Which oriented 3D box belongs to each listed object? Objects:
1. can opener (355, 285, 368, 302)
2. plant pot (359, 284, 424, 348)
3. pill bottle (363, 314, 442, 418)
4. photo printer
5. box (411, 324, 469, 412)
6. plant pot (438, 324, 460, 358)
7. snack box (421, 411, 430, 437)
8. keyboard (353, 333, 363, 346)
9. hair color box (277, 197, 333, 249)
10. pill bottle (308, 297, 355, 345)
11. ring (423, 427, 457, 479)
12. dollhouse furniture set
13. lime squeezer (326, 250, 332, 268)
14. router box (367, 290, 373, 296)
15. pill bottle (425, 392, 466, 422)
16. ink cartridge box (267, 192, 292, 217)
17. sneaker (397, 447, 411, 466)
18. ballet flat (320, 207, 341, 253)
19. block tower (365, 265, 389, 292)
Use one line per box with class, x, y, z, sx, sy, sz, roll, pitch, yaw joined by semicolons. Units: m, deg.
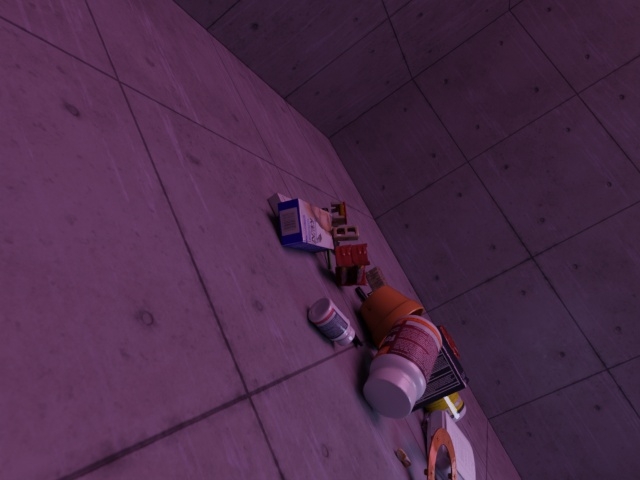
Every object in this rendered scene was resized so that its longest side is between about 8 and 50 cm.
can opener;0.251;0.321;2.194;0.186;0.073;0.059;53;21;16
plant pot;0.327;0.359;2.010;0.203;0.291;0.291;46;10;28
pill bottle;0.329;0.494;1.647;0.224;0.224;0.392;56;38;-6
photo printer;0.604;0.975;1.884;0.308;0.107;0.256;53;29;-17
box;0.495;0.601;1.963;0.294;0.296;0.182;63;18;17
plant pot;0.617;0.625;2.328;0.272;0.265;0.272;51;17;-23
snack box;0.521;0.893;1.994;0.064;0.022;0.178;63;17;10
keyboard;0.111;0.375;1.760;0.192;0.038;0.100;55;-7;-6
hair color box;-0.057;-0.056;1.811;0.339;0.110;0.185;17;65;-68
pill bottle;0.046;0.308;1.537;0.180;0.108;0.108;50;18;-25
ring;0.468;0.911;1.607;0.336;0.032;0.337;22;63;-52
dollhouse furniture set;0.139;0.014;2.002;0.201;0.152;0.374;86;0;-57
lime squeezer;0.000;0.000;2.086;0.110;0.059;0.310;-19;77;-42
router box;0.290;0.338;2.304;0.092;0.038;0.122;61;16;7
pill bottle;0.584;0.759;2.126;0.334;0.187;0.188;60;17;5
ink cartridge box;-0.163;-0.146;1.839;0.099;0.056;0.135;64;18;17
sneaker;0.306;0.803;1.539;0.083;0.032;0.037;59;2;-14
ballet flat;0.055;-0.063;2.251;0.095;0.096;0.281;23;38;-63
block tower;0.381;0.317;2.512;0.097;0.091;0.336;29;32;-60
